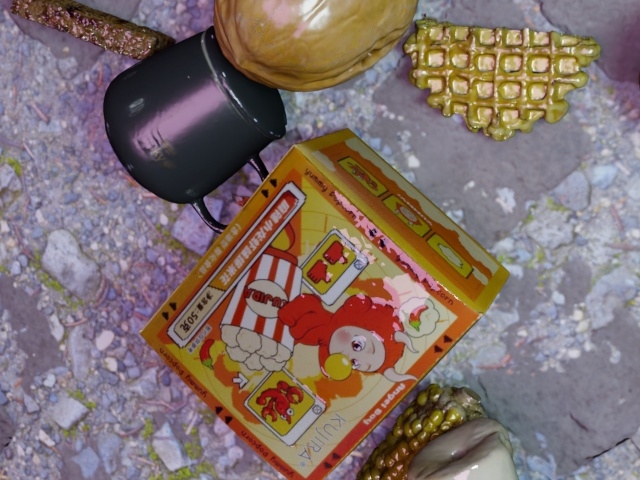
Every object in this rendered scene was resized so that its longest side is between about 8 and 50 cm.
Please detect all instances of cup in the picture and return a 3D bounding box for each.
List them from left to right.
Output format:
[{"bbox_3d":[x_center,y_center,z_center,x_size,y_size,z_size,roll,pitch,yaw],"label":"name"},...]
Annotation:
[{"bbox_3d":[-0.126,-0.121,1.196,0.176,0.169,0.223,-31,93,16],"label":"cup"}]

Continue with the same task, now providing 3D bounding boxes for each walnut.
[{"bbox_3d":[-0.007,-0.249,1.090,0.195,0.221,0.195,39,157,20],"label":"walnut"}]

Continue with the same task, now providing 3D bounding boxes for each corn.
[{"bbox_3d":[0.088,0.288,1.245,0.097,0.097,0.320,39,114,9],"label":"corn"}]

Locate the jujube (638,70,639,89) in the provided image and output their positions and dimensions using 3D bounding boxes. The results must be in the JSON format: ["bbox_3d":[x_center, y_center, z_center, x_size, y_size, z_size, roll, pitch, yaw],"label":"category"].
[{"bbox_3d":[0.414,-0.136,0.998,0.230,0.155,0.155,34,112,1],"label":"jujube"}]

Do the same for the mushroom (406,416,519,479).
[{"bbox_3d":[0.154,0.409,1.097,0.325,0.353,0.353,-38,87,0],"label":"mushroom"}]

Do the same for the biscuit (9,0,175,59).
[{"bbox_3d":[-0.276,-0.260,1.272,0.199,0.064,0.034,22,109,14],"label":"biscuit"}]

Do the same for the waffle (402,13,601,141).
[{"bbox_3d":[0.185,-0.192,1.124,0.192,0.046,0.160,40,114,8],"label":"waffle"}]

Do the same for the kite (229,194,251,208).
[{"bbox_3d":[0.000,0.000,1.257,0.125,0.008,0.222,-37,87,23],"label":"kite"}]

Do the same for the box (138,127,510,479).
[{"bbox_3d":[0.008,0.070,1.154,0.259,0.214,0.283,42,109,5],"label":"box"}]
